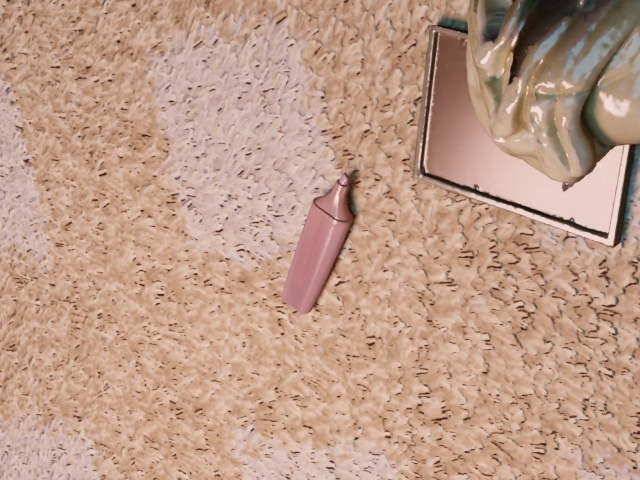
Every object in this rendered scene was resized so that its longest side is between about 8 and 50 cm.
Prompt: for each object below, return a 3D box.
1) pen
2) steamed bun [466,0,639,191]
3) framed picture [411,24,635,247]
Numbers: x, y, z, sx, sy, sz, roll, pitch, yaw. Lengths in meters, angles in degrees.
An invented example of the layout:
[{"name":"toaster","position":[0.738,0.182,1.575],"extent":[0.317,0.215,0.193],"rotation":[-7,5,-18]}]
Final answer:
[{"name":"pen","position":[0.000,0.000,2.061],"extent":[0.053,0.032,0.197],"rotation":[38,127,21]},{"name":"steamed bun","position":[0.258,-0.200,1.632],"extent":[0.320,0.275,0.206],"rotation":[-21,135,29]},{"name":"framed picture","position":[0.214,-0.114,1.863],"extent":[0.260,0.023,0.189],"rotation":[19,117,30]}]
